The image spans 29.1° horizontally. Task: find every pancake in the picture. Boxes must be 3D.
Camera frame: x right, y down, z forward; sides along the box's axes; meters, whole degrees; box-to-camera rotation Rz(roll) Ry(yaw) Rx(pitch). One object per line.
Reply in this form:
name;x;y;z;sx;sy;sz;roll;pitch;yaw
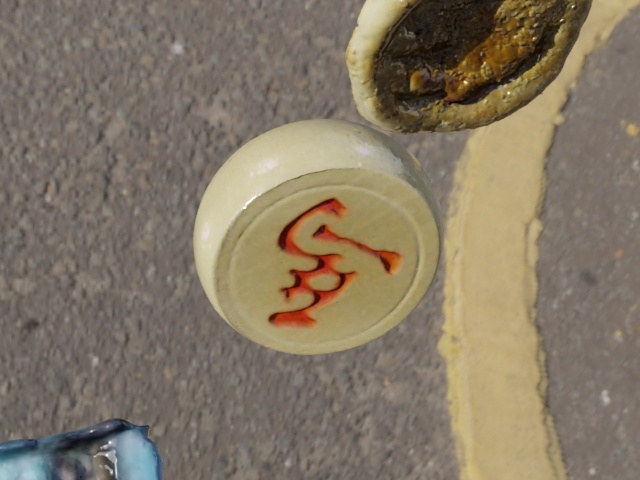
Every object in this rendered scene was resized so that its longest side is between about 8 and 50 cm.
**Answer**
pancake;0.075;-0.104;0.621;0.139;0.139;0.022;-12;52;-20

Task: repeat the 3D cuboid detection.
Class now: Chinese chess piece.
Chinese chess piece;0.000;0.000;1.310;0.273;0.273;0.102;-2;37;-14

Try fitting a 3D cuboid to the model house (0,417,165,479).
model house;-0.207;0.307;0.907;0.237;0.215;0.303;-11;77;-11
